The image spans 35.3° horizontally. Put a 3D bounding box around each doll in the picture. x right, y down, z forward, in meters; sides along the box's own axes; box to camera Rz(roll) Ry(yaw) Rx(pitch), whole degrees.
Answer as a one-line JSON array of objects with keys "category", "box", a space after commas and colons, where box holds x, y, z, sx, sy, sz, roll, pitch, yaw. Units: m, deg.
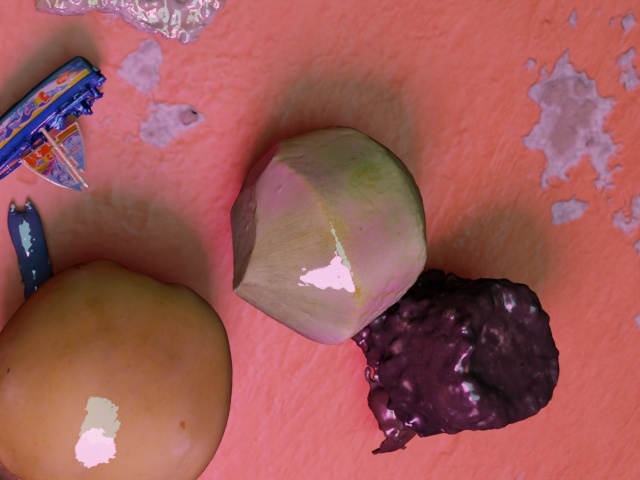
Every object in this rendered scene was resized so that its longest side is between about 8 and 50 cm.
[{"category": "doll", "box": [-0.308, 0.018, 1.077, 0.037, 0.027, 0.125, -12, 107, -13]}]

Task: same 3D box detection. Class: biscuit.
[{"category": "biscuit", "box": [-0.165, -0.290, 1.015, 0.265, 0.040, 0.188, -23, 111, -7]}]

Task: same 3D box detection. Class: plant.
[{"category": "plant", "box": [0.147, 0.134, 1.156, 0.178, 0.234, 0.204, -14, 88, -34]}]

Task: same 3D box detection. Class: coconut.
[{"category": "coconut", "box": [0.000, 0.000, 1.069, 0.236, 0.236, 0.204, -41, 72, -1]}]

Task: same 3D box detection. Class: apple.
[{"category": "apple", "box": [-0.216, 0.149, 1.031, 0.262, 0.262, 0.262, -5, 108, -15]}]

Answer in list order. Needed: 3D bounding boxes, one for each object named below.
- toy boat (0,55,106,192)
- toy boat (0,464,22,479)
[{"category": "toy boat", "box": [-0.272, -0.094, 1.015, 0.175, 0.091, 0.110, -39, 97, 3]}, {"category": "toy boat", "box": [-0.318, 0.297, 1.141, 0.116, 0.061, 0.188, -39, 113, -3]}]
